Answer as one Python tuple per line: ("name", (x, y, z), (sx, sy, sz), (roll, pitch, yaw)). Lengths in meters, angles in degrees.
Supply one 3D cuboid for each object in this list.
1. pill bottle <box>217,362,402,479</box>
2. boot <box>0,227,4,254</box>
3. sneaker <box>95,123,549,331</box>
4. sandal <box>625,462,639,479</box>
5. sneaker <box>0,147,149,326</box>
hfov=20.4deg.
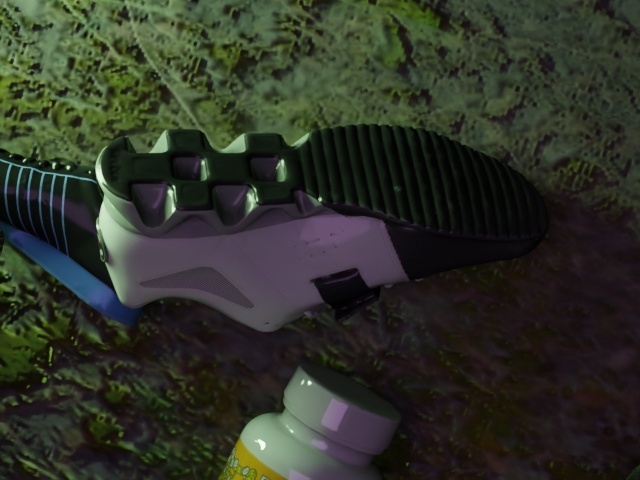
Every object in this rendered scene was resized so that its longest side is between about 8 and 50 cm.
("pill bottle", (-0.024, 0.202, 1.320), (0.117, 0.117, 0.208), (28, 98, 11))
("boot", (-0.426, 0.043, 1.378), (0.284, 0.138, 0.377), (34, 113, 7))
("sneaker", (0.000, 0.000, 1.319), (0.331, 0.122, 0.146), (3, 129, -4))
("sandal", (0.340, 0.245, 1.256), (0.303, 0.086, 0.120), (33, 136, -6))
("sneaker", (-0.211, -0.032, 1.383), (0.232, 0.081, 0.090), (35, 94, 5))
